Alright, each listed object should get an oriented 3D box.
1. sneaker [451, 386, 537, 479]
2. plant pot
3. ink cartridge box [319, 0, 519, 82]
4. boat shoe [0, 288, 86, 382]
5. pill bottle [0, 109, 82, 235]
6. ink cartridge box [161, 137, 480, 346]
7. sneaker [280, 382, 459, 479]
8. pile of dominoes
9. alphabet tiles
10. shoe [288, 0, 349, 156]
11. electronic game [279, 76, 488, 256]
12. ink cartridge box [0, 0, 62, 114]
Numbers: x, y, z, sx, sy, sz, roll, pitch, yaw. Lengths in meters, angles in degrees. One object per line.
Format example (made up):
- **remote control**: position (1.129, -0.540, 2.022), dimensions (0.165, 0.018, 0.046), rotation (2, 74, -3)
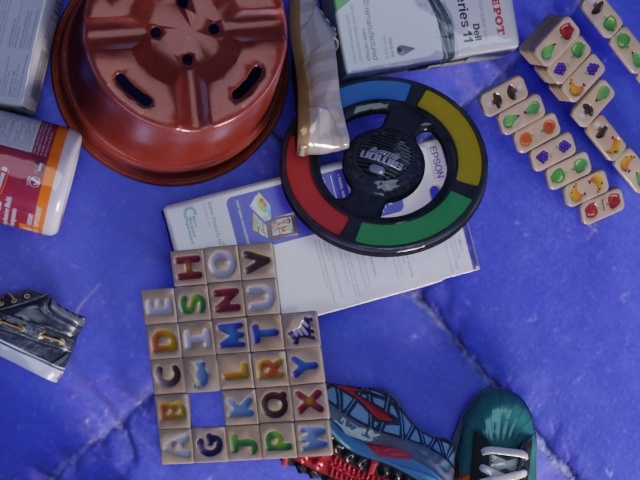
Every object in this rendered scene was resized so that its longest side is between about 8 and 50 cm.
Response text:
- **sneaker**: position (0.199, 0.319, 1.693), dimensions (0.108, 0.121, 0.302), rotation (8, 87, -9)
- **plant pot**: position (-0.150, -0.202, 1.585), dimensions (0.273, 0.265, 0.272), rotation (0, 88, -9)
- **ink cartridge box**: position (0.109, -0.272, 1.716), dimensions (0.208, 0.087, 0.153), rotation (-11, 90, -10)
- **boat shoe**: position (-0.352, 0.080, 1.650), dimensions (0.183, 0.065, 0.083), rotation (28, 83, -14)
- **pill bottle**: position (-0.377, -0.088, 1.619), dimensions (0.221, 0.121, 0.121), rotation (14, 86, -8)
- **ink cartridge box**: position (0.000, 0.000, 1.703), dimensions (0.333, 0.065, 0.165), rotation (-14, 90, -7)
- **sneaker**: position (0.036, 0.215, 1.699), dimensions (0.262, 0.104, 0.125), rotation (33, 42, 8)
- **pile of dominoes**: position (0.320, -0.145, 1.727), dimensions (0.196, 0.040, 0.251), rotation (-47, 114, -6)
- **alphabet tiles**: position (-0.094, 0.123, 1.638), dimensions (0.198, 0.009, 0.237), rotation (-6, 94, 16)
- **shoe**: position (-0.003, -0.188, 1.658), dimensions (0.058, 0.076, 0.219), rotation (-3, 63, -1)
- **electronic game**: position (0.069, -0.084, 1.649), dimensions (0.229, 0.048, 0.229), rotation (0, 61, 0)
- **ink cartridge box**: position (-0.406, -0.246, 1.660), dimensions (0.225, 0.056, 0.181), rotation (10, 82, 10)
